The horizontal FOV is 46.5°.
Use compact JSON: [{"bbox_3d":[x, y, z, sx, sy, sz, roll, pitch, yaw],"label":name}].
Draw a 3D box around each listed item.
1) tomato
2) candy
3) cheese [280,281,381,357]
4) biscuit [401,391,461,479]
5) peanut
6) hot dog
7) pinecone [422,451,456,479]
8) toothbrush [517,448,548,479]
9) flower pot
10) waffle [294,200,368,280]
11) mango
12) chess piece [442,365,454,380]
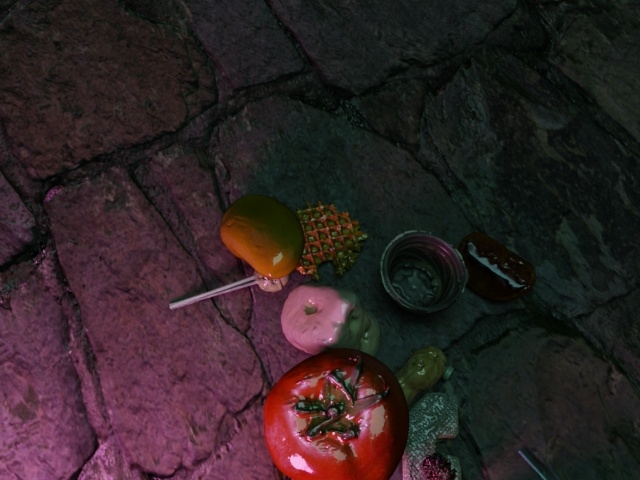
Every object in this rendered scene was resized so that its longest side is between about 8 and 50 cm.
[{"bbox_3d":[0.039,0.419,1.738,0.341,0.273,0.341,-2,69,6],"label":"tomato"},{"bbox_3d":[-0.241,0.124,1.969,0.335,0.093,0.092,-17,33,-4],"label":"candy"},{"bbox_3d":[0.022,0.218,1.913,0.248,0.251,0.174,13,74,40],"label":"cheese"},{"bbox_3d":[0.277,0.502,1.855,0.147,0.046,0.250,4,65,-3],"label":"biscuit"},{"bbox_3d":[0.224,0.357,1.876,0.229,0.103,0.098,-43,51,-6],"label":"peanut"},{"bbox_3d":[0.476,0.073,2.040,0.227,0.099,0.160,42,69,14],"label":"hot dog"},{"bbox_3d":[0.281,0.548,1.773,0.077,0.077,0.083,-14,37,-11],"label":"pinecone"},{"bbox_3d":[0.554,0.589,1.859,0.011,0.014,0.167,-39,74,-11],"label":"toothbrush"},{"bbox_3d":[0.261,0.103,1.984,0.235,0.140,0.235,3,67,-6],"label":"flower pot"},{"bbox_3d":[0.000,0.000,2.055,0.231,0.051,0.229,32,67,10],"label":"waffle"},{"bbox_3d":[-0.143,-0.018,1.946,0.195,0.142,0.331,-33,40,-19],"label":"mango"},{"bbox_3d":[0.300,0.325,1.943,0.093,0.042,0.042,33,67,15],"label":"chess piece"}]
